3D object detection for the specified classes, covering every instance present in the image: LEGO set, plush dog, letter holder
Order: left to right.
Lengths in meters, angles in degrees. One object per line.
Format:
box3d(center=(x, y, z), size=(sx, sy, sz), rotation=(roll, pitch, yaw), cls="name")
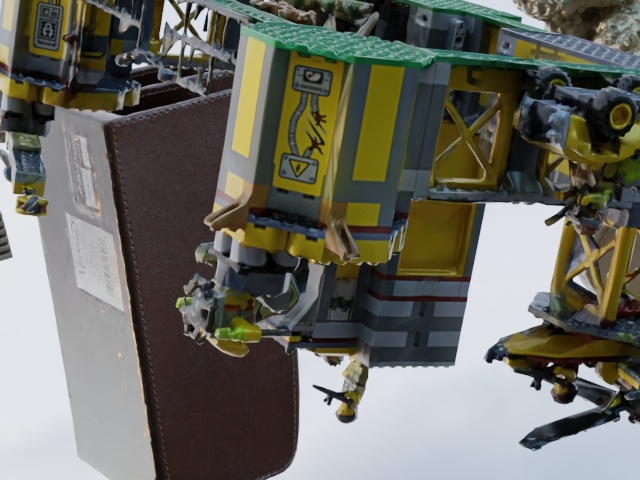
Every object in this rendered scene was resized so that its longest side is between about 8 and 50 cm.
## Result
box3d(center=(-0.082, 0.021, 1.240), size=(0.214, 0.152, 0.302), rotation=(-17, -69, -30), cls="letter holder")
box3d(center=(0.000, 0.000, 0.652), size=(0.255, 0.331, 0.192), rotation=(-1, -73, -39), cls="LEGO set")
box3d(center=(0.285, -0.153, 1.665), size=(0.210, 0.262, 0.225), rotation=(-1, -39, -49), cls="plush dog")

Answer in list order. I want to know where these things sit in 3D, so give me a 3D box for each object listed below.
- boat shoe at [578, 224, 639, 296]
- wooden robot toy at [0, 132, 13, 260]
box3d(center=(0.177, -0.027, 0.684), size=(0.170, 0.059, 0.063), rotation=(-41, -80, 19), cls="boat shoe")
box3d(center=(-0.188, -0.065, 0.861), size=(0.076, 0.079, 0.173), rotation=(1, -76, -19), cls="wooden robot toy")
